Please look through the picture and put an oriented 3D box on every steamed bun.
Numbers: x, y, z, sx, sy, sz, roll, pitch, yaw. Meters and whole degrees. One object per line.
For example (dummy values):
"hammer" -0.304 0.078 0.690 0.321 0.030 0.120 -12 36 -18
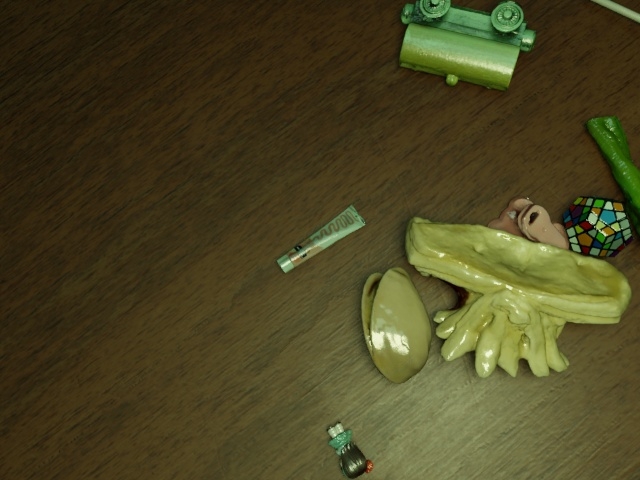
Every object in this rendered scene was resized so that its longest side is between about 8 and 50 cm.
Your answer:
"steamed bun" 0.351 0.121 1.031 0.427 0.189 0.247 13 33 4

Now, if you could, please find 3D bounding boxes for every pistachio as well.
"pistachio" 0.146 0.162 1.064 0.126 0.152 0.223 -26 56 45

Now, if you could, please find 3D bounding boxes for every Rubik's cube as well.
"Rubik's cube" 0.544 -0.028 1.080 0.132 0.112 0.133 -1 73 5

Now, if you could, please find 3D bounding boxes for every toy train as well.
"toy train" 0.315 -0.446 1.226 0.307 0.126 0.190 18 77 11

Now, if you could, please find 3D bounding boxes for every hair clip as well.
"hair clip" 0.434 -0.017 1.134 0.138 0.102 0.123 40 82 -17

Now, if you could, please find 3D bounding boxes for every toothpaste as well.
"toothpaste" 0.000 0.000 1.183 0.205 0.036 0.056 -34 71 -8

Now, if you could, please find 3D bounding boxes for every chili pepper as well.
"chili pepper" 0.636 -0.101 1.100 0.084 0.076 0.359 -5 62 -19

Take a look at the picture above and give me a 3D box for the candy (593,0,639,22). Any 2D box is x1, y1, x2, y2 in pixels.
"candy" 0.739 -0.456 1.193 0.365 0.124 0.124 39 82 23

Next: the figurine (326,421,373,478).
"figurine" 0.054 0.400 1.052 0.059 0.047 0.106 -13 59 -35
